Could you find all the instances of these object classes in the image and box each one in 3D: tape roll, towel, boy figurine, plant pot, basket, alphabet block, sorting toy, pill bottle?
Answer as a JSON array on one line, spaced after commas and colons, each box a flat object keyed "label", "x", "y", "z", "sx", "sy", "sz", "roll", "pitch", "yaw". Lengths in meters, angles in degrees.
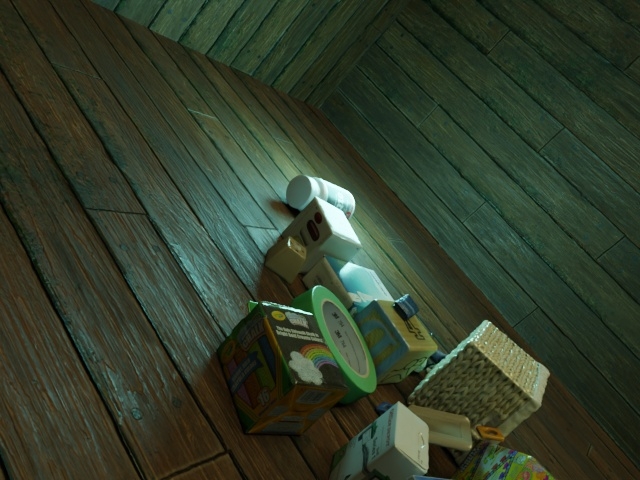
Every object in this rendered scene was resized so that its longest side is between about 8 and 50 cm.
[{"label": "tape roll", "x": 0.038, "y": 0.279, "z": 1.538, "sx": 0.321, "sy": 0.077, "sz": 0.321, "roll": 52, "pitch": 15, "yaw": -21}, {"label": "towel", "x": 0.267, "y": 0.206, "z": 1.752, "sx": 0.067, "sy": 0.029, "sz": 0.119, "roll": 49, "pitch": 21, "yaw": 14}, {"label": "boy figurine", "x": 0.481, "y": 0.450, "z": 2.065, "sx": 0.285, "sy": 0.092, "sz": 0.177, "roll": 35, "pitch": -14, "yaw": -5}, {"label": "plant pot", "x": -0.103, "y": 0.054, "z": 1.805, "sx": 0.109, "sy": 0.096, "sz": 0.109, "roll": 38, "pitch": 22, "yaw": -16}, {"label": "basket", "x": 0.499, "y": 0.464, "z": 1.790, "sx": 0.266, "sy": 0.328, "sz": 0.331, "roll": 46, "pitch": 22, "yaw": 15}, {"label": "alphabet block", "x": 0.204, "y": 0.312, "z": 1.739, "sx": 0.197, "sy": 0.192, "sz": 0.193, "roll": 15, "pitch": 36, "yaw": -53}, {"label": "sorting toy", "x": 0.317, "y": 0.518, "z": 1.540, "sx": 0.347, "sy": 0.047, "sz": 0.196, "roll": 9, "pitch": 6, "yaw": 13}, {"label": "pill bottle", "x": 0.000, "y": -0.166, "z": 2.337, "sx": 0.283, "sy": 0.161, "sz": 0.161, "roll": 16, "pitch": 33, "yaw": -50}]

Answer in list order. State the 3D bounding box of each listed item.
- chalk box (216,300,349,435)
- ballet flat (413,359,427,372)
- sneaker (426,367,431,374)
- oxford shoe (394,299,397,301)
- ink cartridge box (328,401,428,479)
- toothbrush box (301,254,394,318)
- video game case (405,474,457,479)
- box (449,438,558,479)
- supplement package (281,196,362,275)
[{"label": "chalk box", "x": -0.101, "y": 0.265, "z": 1.283, "sx": 0.180, "sy": 0.179, "sz": 0.289, "roll": 22, "pitch": 28, "yaw": -43}, {"label": "ballet flat", "x": 0.313, "y": 0.403, "z": 1.920, "sx": 0.221, "sy": 0.079, "sz": 0.077, "roll": 15, "pitch": 34, "yaw": -53}, {"label": "sneaker", "x": 0.429, "y": 0.473, "z": 2.011, "sx": 0.098, "sy": 0.069, "sz": 0.038, "roll": 43, "pitch": 21, "yaw": -2}, {"label": "oxford shoe", "x": 0.293, "y": 0.292, "z": 2.062, "sx": 0.096, "sy": 0.083, "sz": 0.227, "roll": 51, "pitch": 7, "yaw": 26}, {"label": "ink cartridge box", "x": 0.123, "y": 0.475, "z": 1.220, "sx": 0.092, "sy": 0.219, "sz": 0.160, "roll": 42, "pitch": 20, "yaw": -5}, {"label": "toothbrush box", "x": 0.111, "y": 0.190, "z": 1.894, "sx": 0.295, "sy": 0.126, "sz": 0.216, "roll": 17, "pitch": 32, "yaw": -49}, {"label": "video game case", "x": 0.189, "y": 0.567, "z": 1.129, "sx": 0.269, "sy": 0.244, "sz": 0.061, "roll": 26, "pitch": 28, "yaw": -39}, {"label": "box", "x": 0.515, "y": 0.684, "z": 1.429, "sx": 0.290, "sy": 0.177, "sz": 0.279, "roll": 43, "pitch": -15, "yaw": 1}, {"label": "supplement package", "x": 0.000, "y": 0.000, "z": 1.962, "sx": 0.149, "sy": 0.194, "sz": 0.203, "roll": 25, "pitch": 27, "yaw": -39}]
